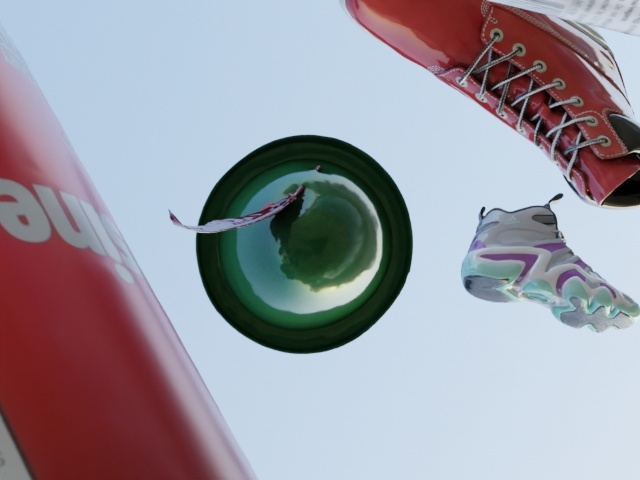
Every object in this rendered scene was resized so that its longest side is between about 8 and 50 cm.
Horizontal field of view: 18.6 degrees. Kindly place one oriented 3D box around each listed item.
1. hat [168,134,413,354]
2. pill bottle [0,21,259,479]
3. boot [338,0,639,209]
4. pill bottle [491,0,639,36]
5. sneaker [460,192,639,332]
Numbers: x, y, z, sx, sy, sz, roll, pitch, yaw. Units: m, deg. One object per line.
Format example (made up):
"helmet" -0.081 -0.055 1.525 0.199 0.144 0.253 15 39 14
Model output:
"hat" 0.000 0.000 1.475 0.208 0.183 0.173 -37 -86 -16
"pill bottle" -0.141 0.104 0.700 0.229 0.229 0.408 -3 -129 -42
"boot" 0.129 -0.107 1.301 0.244 0.088 0.176 21 -148 -33
"pill bottle" 0.214 -0.171 0.970 0.283 0.160 0.160 13 -116 -4
"sneaker" 0.128 0.006 1.040 0.098 0.038 0.069 18 -121 -4
